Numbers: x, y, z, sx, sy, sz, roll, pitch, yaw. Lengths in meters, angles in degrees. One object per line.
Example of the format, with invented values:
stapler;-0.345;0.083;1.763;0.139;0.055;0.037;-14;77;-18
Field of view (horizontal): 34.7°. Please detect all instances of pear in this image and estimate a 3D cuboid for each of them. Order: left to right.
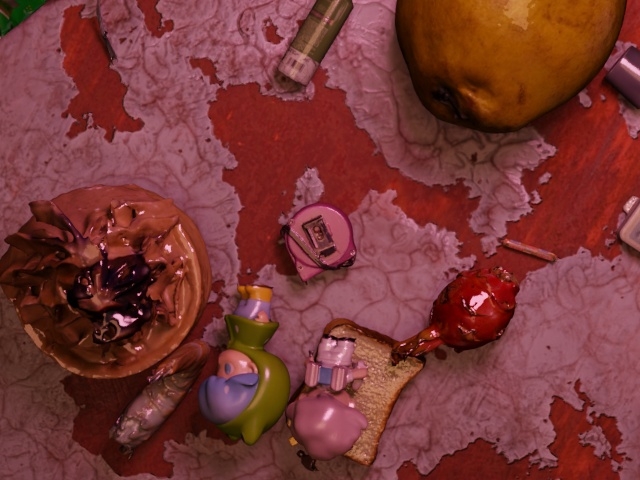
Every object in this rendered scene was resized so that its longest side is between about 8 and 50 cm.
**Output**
pear;0.291;-0.361;1.535;0.352;0.352;0.413;17;89;2

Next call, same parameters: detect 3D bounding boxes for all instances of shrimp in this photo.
shrimp;-0.248;0.239;1.688;0.068;0.185;0.287;43;141;2

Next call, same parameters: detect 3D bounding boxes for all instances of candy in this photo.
candy;-0.502;-0.440;1.705;0.203;0.078;0.141;-35;104;-6

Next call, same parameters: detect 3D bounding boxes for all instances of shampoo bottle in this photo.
shampoo bottle;0.002;-0.356;1.687;0.065;0.065;0.204;31;97;0

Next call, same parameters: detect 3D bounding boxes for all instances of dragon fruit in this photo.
dragon fruit;0.217;0.133;1.679;0.246;0.125;0.125;-33;123;-8

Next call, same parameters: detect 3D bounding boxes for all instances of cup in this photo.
cup;0.517;-0.274;1.662;0.077;0.078;0.100;40;63;3

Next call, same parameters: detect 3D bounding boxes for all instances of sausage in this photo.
sausage;0.352;0.016;1.724;0.100;0.015;0.015;18;96;1

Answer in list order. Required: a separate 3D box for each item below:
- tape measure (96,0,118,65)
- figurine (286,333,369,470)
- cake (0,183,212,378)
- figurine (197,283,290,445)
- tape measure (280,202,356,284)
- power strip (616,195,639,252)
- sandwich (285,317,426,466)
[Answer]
tape measure;-0.279;-0.445;1.685;0.164;0.084;0.330;14;95;6
figurine;0.013;0.267;1.663;0.138;0.112;0.228;9;87;9
cake;-0.348;0.068;1.621;0.333;0.321;0.332;0;94;5
figurine;-0.119;0.204;1.705;0.143;0.162;0.263;10;82;-27
tape measure;0.000;0.000;1.714;0.118;0.074;0.125;-28;95;5
power strip;0.622;0.011;1.692;0.270;0.046;0.118;33;96;-1
sandwich;0.056;0.254;1.741;0.186;0.065;0.214;24;97;2
